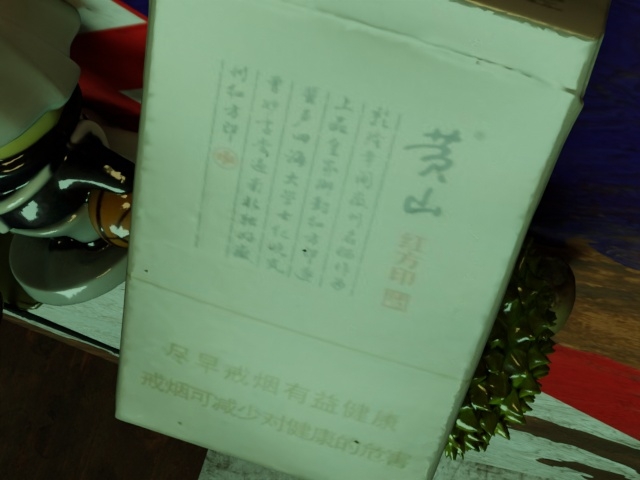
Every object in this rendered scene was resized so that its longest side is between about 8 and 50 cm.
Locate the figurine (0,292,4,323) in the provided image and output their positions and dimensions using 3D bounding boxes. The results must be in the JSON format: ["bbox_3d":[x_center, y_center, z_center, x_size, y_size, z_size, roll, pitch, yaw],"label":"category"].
[{"bbox_3d":[-0.347,0.006,1.070,0.115,0.175,0.240,3,-141,-53],"label":"figurine"}]

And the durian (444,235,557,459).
[{"bbox_3d":[0.049,0.044,0.887,0.236,0.200,0.176,16,143,6],"label":"durian"}]

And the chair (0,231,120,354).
[{"bbox_3d":[-0.289,-0.012,1.232,0.172,0.159,0.247,14,168,29],"label":"chair"}]

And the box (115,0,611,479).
[{"bbox_3d":[0.000,-0.001,0.690,0.204,0.051,0.365,18,134,5],"label":"box"}]

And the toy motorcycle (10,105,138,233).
[{"bbox_3d":[-0.178,-0.038,1.077,0.340,0.108,0.223,34,152,-28],"label":"toy motorcycle"}]

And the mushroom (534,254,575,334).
[{"bbox_3d":[0.099,0.014,1.021,0.209,0.071,0.084,22,-148,8],"label":"mushroom"}]

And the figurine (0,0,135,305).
[{"bbox_3d":[-0.198,-0.069,0.859,0.176,0.133,0.236,7,144,32],"label":"figurine"}]
